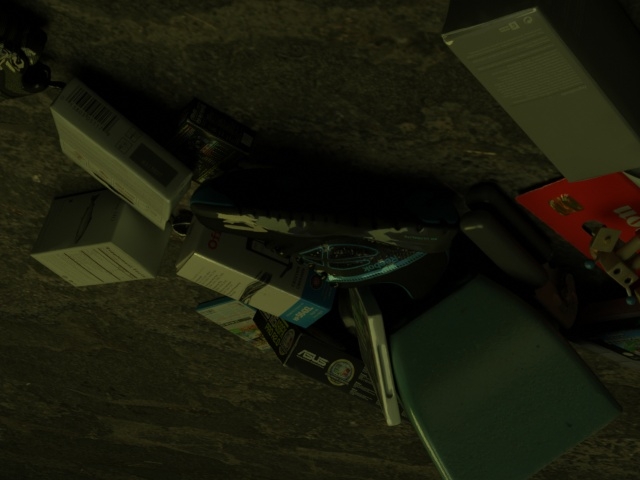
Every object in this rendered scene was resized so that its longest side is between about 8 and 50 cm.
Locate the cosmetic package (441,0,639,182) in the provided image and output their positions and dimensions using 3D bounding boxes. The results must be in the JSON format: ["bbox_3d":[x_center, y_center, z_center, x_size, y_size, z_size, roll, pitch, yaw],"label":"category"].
[{"bbox_3d":[0.226,-0.172,0.935,0.107,0.127,0.238,-11,140,37],"label":"cosmetic package"}]

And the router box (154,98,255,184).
[{"bbox_3d":[-0.154,-0.123,1.285,0.092,0.038,0.122,28,148,-23],"label":"router box"}]

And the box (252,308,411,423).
[{"bbox_3d":[0.039,0.189,1.600,0.270,0.060,0.216,27,-175,-21],"label":"box"}]

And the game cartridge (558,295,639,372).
[{"bbox_3d":[0.504,0.137,1.335,0.230,0.068,0.355,19,165,-16],"label":"game cartridge"}]

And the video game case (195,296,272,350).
[{"bbox_3d":[-0.121,0.146,1.763,0.119,0.015,0.166,-18,137,43],"label":"video game case"}]

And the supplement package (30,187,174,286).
[{"bbox_3d":[-0.326,-0.005,1.502,0.179,0.105,0.105,-8,144,34],"label":"supplement package"}]

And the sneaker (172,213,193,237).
[{"bbox_3d":[-0.167,-0.012,1.494,0.109,0.040,0.044,19,167,0],"label":"sneaker"}]

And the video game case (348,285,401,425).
[{"bbox_3d":[0.069,0.133,1.376,0.022,0.190,0.173,-13,114,-4],"label":"video game case"}]

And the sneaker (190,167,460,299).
[{"bbox_3d":[0.000,0.000,1.274,0.341,0.125,0.139,10,122,0],"label":"sneaker"}]

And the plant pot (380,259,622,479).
[{"bbox_3d":[0.209,0.171,1.373,0.252,0.248,0.247,56,180,-8],"label":"plant pot"}]

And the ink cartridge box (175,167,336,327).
[{"bbox_3d":[-0.075,0.008,1.363,0.203,0.148,0.086,24,151,-17],"label":"ink cartridge box"}]

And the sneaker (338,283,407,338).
[{"bbox_3d":[0.162,0.136,1.532,0.286,0.109,0.130,30,138,-32],"label":"sneaker"}]

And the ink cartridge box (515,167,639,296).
[{"bbox_3d":[0.465,0.001,1.164,0.308,0.091,0.385,34,145,-30],"label":"ink cartridge box"}]

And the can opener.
[{"bbox_3d":[0.263,0.031,1.323,0.093,0.074,0.280,-9,143,37],"label":"can opener"}]

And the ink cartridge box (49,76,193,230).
[{"bbox_3d":[-0.260,-0.106,1.315,0.189,0.066,0.232,38,171,-3],"label":"ink cartridge box"}]

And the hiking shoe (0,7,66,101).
[{"bbox_3d":[-0.376,-0.246,1.150,0.114,0.086,0.227,-5,153,8],"label":"hiking shoe"}]

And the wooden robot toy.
[{"bbox_3d":[0.362,0.015,1.201,0.076,0.079,0.173,-46,124,13],"label":"wooden robot toy"}]
